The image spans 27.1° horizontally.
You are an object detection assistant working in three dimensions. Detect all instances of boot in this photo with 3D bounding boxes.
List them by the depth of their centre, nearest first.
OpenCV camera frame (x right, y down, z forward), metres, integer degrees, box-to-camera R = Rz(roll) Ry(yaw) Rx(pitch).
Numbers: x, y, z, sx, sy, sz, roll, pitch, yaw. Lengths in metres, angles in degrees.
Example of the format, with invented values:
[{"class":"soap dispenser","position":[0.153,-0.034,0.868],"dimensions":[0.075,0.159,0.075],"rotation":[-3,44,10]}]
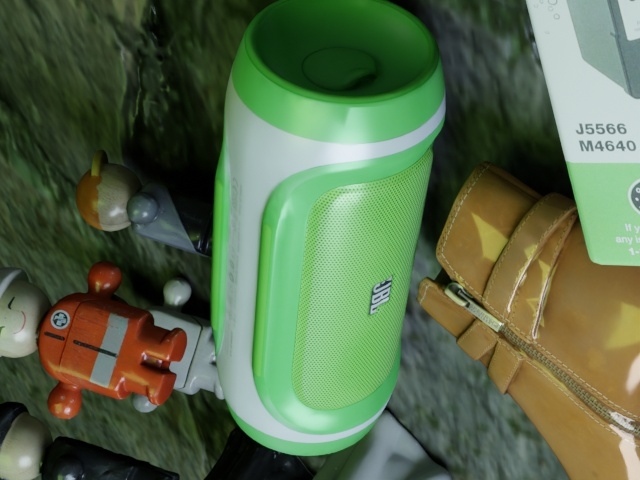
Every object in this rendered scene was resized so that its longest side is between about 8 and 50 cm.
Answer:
[{"class":"boot","position":[0.147,0.098,0.809],"dimensions":[0.220,0.109,0.283],"rotation":[30,140,15]}]

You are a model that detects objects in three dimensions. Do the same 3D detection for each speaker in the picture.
[{"class":"speaker","position":[0.000,0.000,0.819],"dimensions":[0.131,0.131,0.296],"rotation":[24,136,19]}]

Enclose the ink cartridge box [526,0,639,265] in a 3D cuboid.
[{"class":"ink cartridge box","position":[0.196,-0.126,0.573],"dimensions":[0.198,0.115,0.272],"rotation":[2,125,36]}]

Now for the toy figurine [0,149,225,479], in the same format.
[{"class":"toy figurine","position":[-0.146,0.067,0.924],"dimensions":[0.148,0.209,0.213],"rotation":[17,134,10]}]

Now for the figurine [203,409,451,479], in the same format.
[{"class":"figurine","position":[-0.035,0.230,0.979],"dimensions":[0.215,0.209,0.092],"rotation":[-15,115,43]}]
